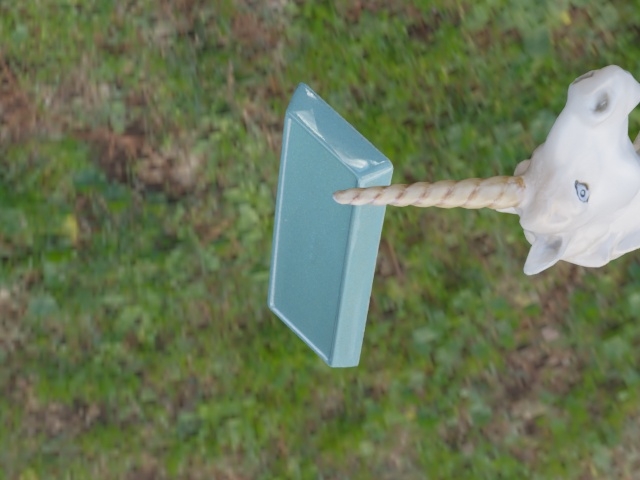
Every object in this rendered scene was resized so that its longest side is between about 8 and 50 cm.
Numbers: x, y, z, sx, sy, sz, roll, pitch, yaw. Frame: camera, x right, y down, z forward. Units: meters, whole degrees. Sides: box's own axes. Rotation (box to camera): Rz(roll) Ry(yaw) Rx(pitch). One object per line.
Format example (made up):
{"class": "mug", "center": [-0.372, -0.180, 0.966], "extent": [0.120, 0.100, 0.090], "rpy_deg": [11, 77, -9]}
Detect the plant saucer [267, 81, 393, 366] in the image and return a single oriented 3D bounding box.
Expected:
{"class": "plant saucer", "center": [0.000, 0.000, 0.984], "extent": [0.018, 0.067, 0.192], "rpy_deg": [-36, 156, -24]}

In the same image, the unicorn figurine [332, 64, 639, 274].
{"class": "unicorn figurine", "center": [0.091, -0.051, 0.355], "extent": [0.060, 0.162, 0.111], "rpy_deg": [45, 131, 4]}
